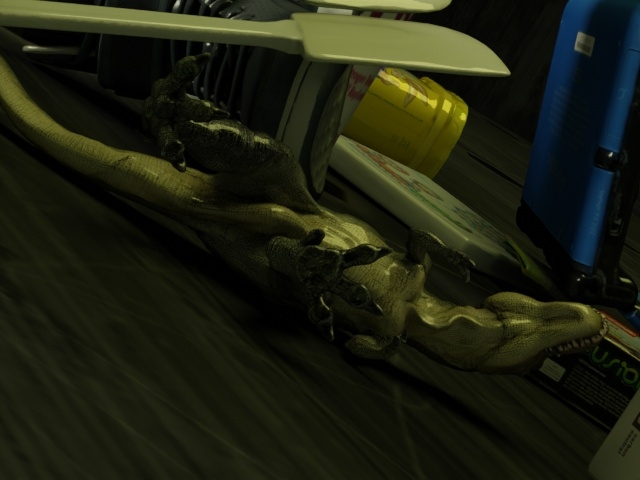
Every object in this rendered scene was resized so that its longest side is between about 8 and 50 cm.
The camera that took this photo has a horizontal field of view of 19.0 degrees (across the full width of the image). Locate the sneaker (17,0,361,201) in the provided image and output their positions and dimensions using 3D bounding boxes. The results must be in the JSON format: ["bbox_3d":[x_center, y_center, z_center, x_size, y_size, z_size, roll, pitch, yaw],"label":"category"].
[{"bbox_3d":[-0.064,-0.088,0.870,0.163,0.086,0.226,15,16,-4],"label":"sneaker"}]

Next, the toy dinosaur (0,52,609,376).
[{"bbox_3d":[-0.022,-0.010,0.679,0.268,0.064,0.118,29,-6,1],"label":"toy dinosaur"}]

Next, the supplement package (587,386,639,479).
[{"bbox_3d":[0.254,0.099,0.610,0.177,0.175,0.293,29,8,-26],"label":"supplement package"}]

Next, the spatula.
[{"bbox_3d":[-0.056,-0.110,0.803,0.242,0.019,0.168,3,30,-14],"label":"spatula"}]

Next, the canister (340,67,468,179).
[{"bbox_3d":[0.017,-0.119,1.465,0.170,0.073,0.126,28,8,-13],"label":"canister"}]

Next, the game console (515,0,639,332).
[{"bbox_3d":[0.229,-0.017,1.212,0.173,0.250,0.293,12,9,-3],"label":"game console"}]

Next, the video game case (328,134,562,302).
[{"bbox_3d":[0.077,-0.017,1.241,0.157,0.019,0.143,39,11,37],"label":"video game case"}]

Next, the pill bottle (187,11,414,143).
[{"bbox_3d":[0.001,-0.196,1.095,0.160,0.283,0.160,31,8,-5],"label":"pill bottle"}]

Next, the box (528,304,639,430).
[{"bbox_3d":[0.195,0.100,0.905,0.207,0.036,0.114,34,8,15],"label":"box"}]

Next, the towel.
[{"bbox_3d":[0.144,0.033,1.160,0.083,0.009,0.060,42,8,-22],"label":"towel"}]
